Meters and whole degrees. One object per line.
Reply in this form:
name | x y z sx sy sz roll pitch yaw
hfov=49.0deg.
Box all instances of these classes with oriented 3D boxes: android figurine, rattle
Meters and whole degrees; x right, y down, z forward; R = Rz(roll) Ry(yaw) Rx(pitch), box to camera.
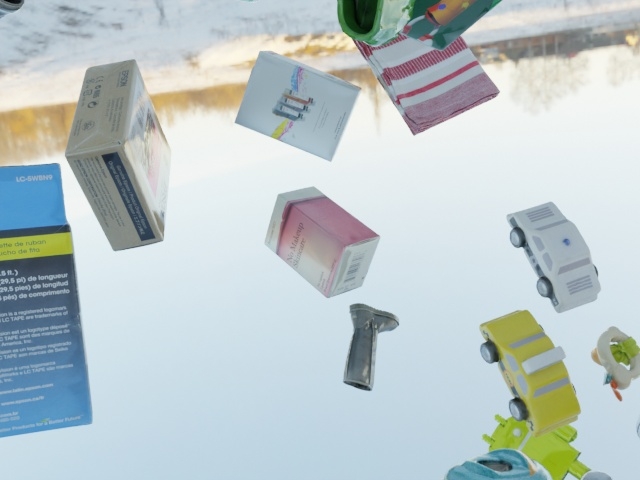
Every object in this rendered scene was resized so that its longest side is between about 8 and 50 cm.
android figurine | 0.543 0.553 1.788 0.272 0.248 0.056 35 -175 31
rattle | 0.653 0.303 1.622 0.142 0.130 0.200 -24 -153 46

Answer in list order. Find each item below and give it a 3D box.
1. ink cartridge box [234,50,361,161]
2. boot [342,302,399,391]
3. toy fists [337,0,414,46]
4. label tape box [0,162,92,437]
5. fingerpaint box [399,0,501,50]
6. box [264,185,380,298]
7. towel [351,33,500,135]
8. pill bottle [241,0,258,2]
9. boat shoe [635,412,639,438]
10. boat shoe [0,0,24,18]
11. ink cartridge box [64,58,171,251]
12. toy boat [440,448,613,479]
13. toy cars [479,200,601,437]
ink cartridge box | -0.035 -0.228 1.177 0.176 0.127 0.128 23 -164 -1
boot | 0.132 0.281 1.805 0.189 0.209 0.076 19 147 -35
toy fists | 0.081 -0.413 0.969 0.096 0.279 0.142 12 -155 32
label tape box | -0.394 0.063 0.784 0.240 0.334 0.106 -5 -155 -18
fingerpaint box | 0.232 -0.601 1.115 0.163 0.445 0.371 11 149 -34
box | 0.000 0.000 1.620 0.126 0.149 0.232 -16 -136 -44
towel | 0.223 -0.415 1.569 0.237 0.329 0.037 -27 168 -17
pill bottle | -0.280 -0.612 1.411 0.360 0.204 0.204 2 -171 -27
boat shoe | 0.527 0.256 0.903 0.102 0.108 0.301 -50 -171 -31
boat shoe | -0.406 -0.346 0.692 0.095 0.112 0.335 -2 157 4
ink cartridge box | -0.303 -0.135 1.086 0.088 0.193 0.235 -11 -135 2
toy boat | 0.411 0.480 1.360 0.318 0.148 0.267 7 -178 45
toy cars | 0.353 0.100 1.089 0.176 0.394 0.087 21 153 0
